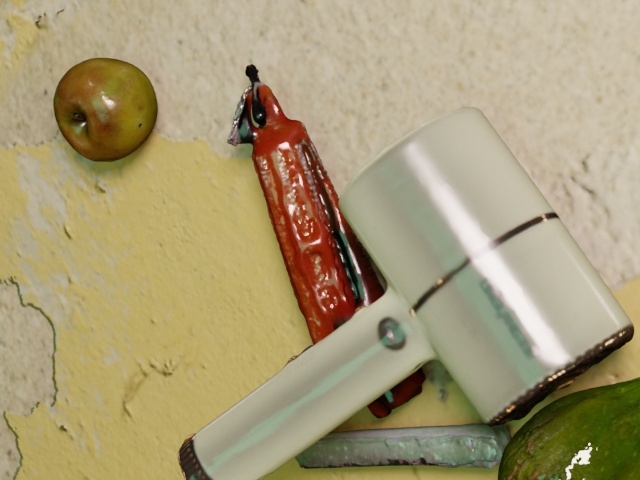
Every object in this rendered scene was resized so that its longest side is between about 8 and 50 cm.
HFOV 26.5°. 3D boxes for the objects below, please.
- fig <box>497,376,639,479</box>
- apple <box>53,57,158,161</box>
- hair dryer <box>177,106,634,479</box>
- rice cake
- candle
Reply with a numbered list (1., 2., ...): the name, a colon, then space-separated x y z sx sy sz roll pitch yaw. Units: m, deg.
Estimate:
1. fig: 0.207 0.155 0.954 0.156 0.123 0.123 -44 77 19
2. apple: -0.183 -0.111 1.154 0.090 0.074 0.089 10 108 31
3. hair dryer: 0.025 0.087 0.991 0.362 0.128 0.203 -37 77 15
4. rice cake: 0.058 0.167 1.094 0.208 0.033 0.033 -7 95 33
5. candle: 0.000 0.000 1.078 0.084 0.059 0.301 -20 92 21
